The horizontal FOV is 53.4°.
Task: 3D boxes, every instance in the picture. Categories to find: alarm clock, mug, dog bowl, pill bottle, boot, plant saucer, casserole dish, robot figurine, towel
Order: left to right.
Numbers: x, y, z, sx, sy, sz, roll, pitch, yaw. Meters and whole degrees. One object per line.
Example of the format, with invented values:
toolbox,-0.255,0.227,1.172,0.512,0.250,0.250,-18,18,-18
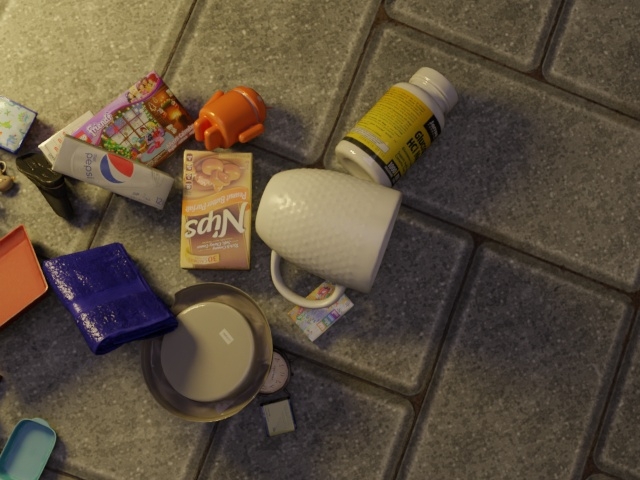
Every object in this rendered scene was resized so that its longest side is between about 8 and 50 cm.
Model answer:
plant saucer,-0.812,0.123,1.616,0.259,0.048,0.258,-38,55,-1
casserole dish,-0.755,0.548,1.644,0.114,0.037,0.188,24,82,-2
boot,-0.736,-0.142,1.700,0.077,0.137,0.198,-32,48,-28
towel,-0.519,0.129,1.577,0.227,0.076,0.308,-14,50,-45
dog bowl,-0.280,0.286,1.637,0.348,0.102,0.349,-2,77,8
robot figurine,-0.238,-0.334,1.715,0.219,0.158,0.128,-39,120,-25
alarm clock,-0.162,0.343,1.697,0.192,0.064,0.129,13,84,-5
mug,0.000,0.000,1.655,0.328,0.276,0.374,19,104,8
pill bottle,0.213,-0.303,1.728,0.188,0.188,0.334,42,83,1

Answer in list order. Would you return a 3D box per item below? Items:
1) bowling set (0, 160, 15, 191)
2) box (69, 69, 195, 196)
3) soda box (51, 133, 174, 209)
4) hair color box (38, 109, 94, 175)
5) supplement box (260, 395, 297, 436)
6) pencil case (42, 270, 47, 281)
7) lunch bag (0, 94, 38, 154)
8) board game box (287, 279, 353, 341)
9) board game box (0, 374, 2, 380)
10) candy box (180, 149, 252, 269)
bowling set,-0.963,-0.137,1.621,0.287,0.200,0.154,-37,89,-3
box,-0.495,-0.285,1.701,0.293,0.057,0.201,-41,111,-7
soda box,-0.528,-0.175,1.630,0.286,0.098,0.091,21,95,-23
hair color box,-0.660,-0.263,1.724,0.167,0.053,0.093,-38,90,-8
supplement box,-0.112,0.467,1.692,0.083,0.056,0.083,-13,86,-6
pencil case,-0.782,0.134,1.666,0.064,0.070,0.152,40,84,0
lunch bag,-0.843,-0.311,1.693,0.151,0.096,0.129,22,83,8
board game box,0.001,0.188,1.743,0.154,0.026,0.103,-41,89,-7
board game box,-0.948,0.461,1.642,0.145,0.027,0.281,21,83,-3
candy box,-0.277,-0.078,1.717,0.183,0.087,0.316,1,83,-4
